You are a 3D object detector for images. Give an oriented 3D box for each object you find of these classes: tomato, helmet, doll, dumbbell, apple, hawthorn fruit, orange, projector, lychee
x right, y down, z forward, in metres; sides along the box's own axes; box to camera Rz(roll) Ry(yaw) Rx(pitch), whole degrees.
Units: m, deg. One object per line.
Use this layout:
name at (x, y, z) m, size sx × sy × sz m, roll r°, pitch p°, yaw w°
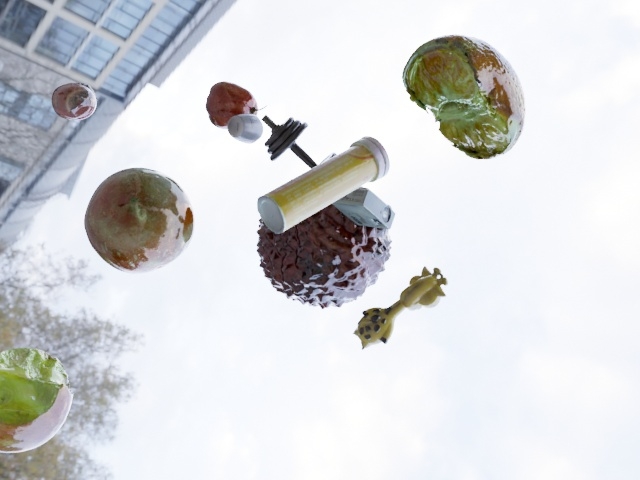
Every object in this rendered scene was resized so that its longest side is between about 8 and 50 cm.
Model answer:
tomato at (-0.451, -0.056, 1.632) m, size 0.222 × 0.271 × 0.270 m, roll 113°, pitch -13°, yaw -75°
helmet at (-0.415, -0.240, 1.137) m, size 0.049 × 0.084 × 0.065 m, roll 18°, pitch -61°, yaw 42°
doll at (0.208, 0.176, 1.719) m, size 0.291 × 0.086 × 0.117 m, roll -39°, pitch -122°, yaw 7°
dumbbell at (-0.032, -0.160, 1.241) m, size 0.099 × 0.208 × 0.099 m, roll -44°, pitch -170°, yaw 10°
apple at (-0.730, 0.377, 1.561) m, size 0.246 × 0.226 × 0.246 m, roll -10°, pitch -110°, yaw 27°
hawthorn fruit at (-0.259, -0.419, 2.084) m, size 0.204 × 0.162 × 0.162 m, roll 18°, pitch -93°, yaw 9°
orange at (0.359, -0.364, 1.613) m, size 0.263 × 0.335 × 0.196 m, roll -20°, pitch -144°, yaw 54°
projector at (0.114, -0.089, 1.723) m, size 0.115 × 0.147 × 0.061 m, roll 11°, pitch -106°, yaw 41°
lychee at (0.000, 0.000, 2.016) m, size 0.500 × 0.425 × 0.424 m, roll 3°, pitch -105°, yaw 69°

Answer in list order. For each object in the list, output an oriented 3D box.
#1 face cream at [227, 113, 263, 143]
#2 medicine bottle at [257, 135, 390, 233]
face cream at (-0.226, -0.337, 1.974) m, size 0.091 × 0.095 × 0.091 m, roll 2°, pitch -87°, yaw 33°
medicine bottle at (0.007, -0.085, 0.998) m, size 0.074 × 0.218 × 0.073 m, roll 35°, pitch -38°, yaw 33°
